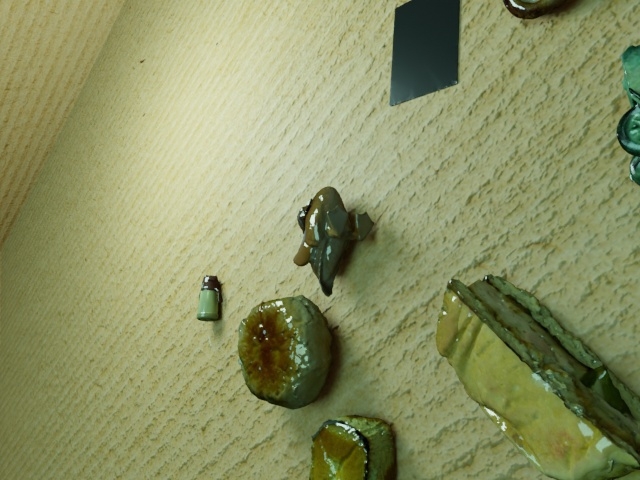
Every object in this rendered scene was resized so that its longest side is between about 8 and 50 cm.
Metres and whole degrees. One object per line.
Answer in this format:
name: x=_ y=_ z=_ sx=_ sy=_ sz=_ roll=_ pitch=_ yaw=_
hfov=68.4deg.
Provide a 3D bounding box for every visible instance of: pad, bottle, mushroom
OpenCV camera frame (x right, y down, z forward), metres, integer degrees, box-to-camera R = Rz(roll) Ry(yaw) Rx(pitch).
pad: x=0.170 y=-0.325 z=0.775 sx=0.127 sy=0.004 sz=0.190 roll=-6 pitch=76 yaw=44
bottle: x=-0.243 y=0.125 z=1.037 sx=0.063 sy=0.047 sz=0.101 roll=-2 pitch=69 yaw=7
mushroom: x=0.299 y=-0.353 z=0.620 sx=0.123 sy=0.052 sz=0.123 roll=-13 pitch=74 yaw=50

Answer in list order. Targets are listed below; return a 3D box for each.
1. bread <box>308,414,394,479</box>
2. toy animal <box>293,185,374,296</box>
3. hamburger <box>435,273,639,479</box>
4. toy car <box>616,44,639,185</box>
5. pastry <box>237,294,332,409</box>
bread: x=0.041 y=0.324 z=0.680 sx=0.127 sy=0.069 sz=0.140 roll=-5 pitch=79 yaw=45
toy animal: x=0.000 y=0.000 z=0.806 sx=0.179 sy=0.089 sz=0.188 roll=-5 pitch=75 yaw=58
hamburger: x=0.236 y=0.157 z=0.508 sx=0.262 sy=0.124 sz=0.131 roll=53 pitch=135 yaw=44
toy car: x=0.348 y=-0.022 z=0.419 sx=0.097 sy=0.141 sz=0.321 roll=-19 pitch=66 yaw=34
pastry: x=-0.059 y=0.189 z=0.799 sx=0.192 sy=0.093 sz=0.182 roll=-18 pitch=68 yaw=45
